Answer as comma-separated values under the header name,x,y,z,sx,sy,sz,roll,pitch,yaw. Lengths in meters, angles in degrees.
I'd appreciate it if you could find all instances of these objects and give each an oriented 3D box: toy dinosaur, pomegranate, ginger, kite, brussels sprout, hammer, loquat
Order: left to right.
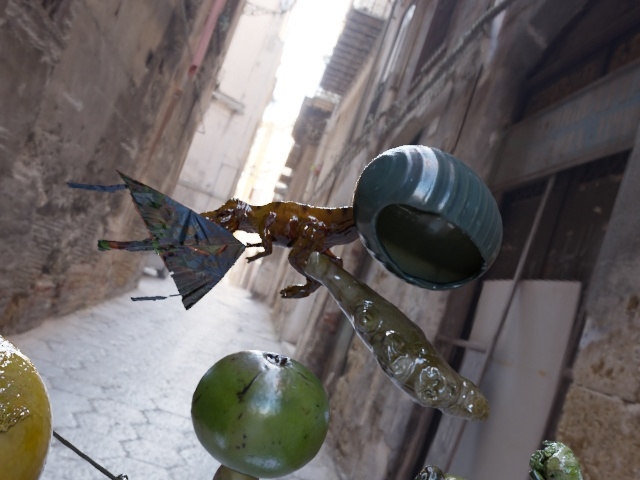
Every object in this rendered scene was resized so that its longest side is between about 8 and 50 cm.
name,x,y,z,sx,sy,sz,roll,pitch,yaw
loquat,-0.421,0.209,0.720,0.263,0.263,0.263,19,-5,2
hammer,-0.513,0.440,1.436,0.292,0.029,0.058,47,-9,-21
kite,-0.143,0.003,0.650,0.160,0.010,0.183,-1,-48,16
pomegranate,-0.073,0.248,0.898,0.179,0.210,0.179,-10,7,1
toy dinosaur,0.000,0.000,1.197,0.432,0.208,0.097,-6,23,6
ginger,0.110,0.149,1.012,0.333,0.080,0.166,42,8,30
brussels sprout,0.389,0.379,1.141,0.085,0.085,0.058,16,-9,28

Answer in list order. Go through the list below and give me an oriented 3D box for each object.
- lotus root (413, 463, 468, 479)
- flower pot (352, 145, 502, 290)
name,x,y,z,sx,sy,sz,roll,pitch,yaw
lotus root,0.177,0.348,0.827,0.090,0.183,0.077,-34,-3,34
flower pot,0.154,-0.032,0.988,0.189,0.157,0.243,-33,-58,26
